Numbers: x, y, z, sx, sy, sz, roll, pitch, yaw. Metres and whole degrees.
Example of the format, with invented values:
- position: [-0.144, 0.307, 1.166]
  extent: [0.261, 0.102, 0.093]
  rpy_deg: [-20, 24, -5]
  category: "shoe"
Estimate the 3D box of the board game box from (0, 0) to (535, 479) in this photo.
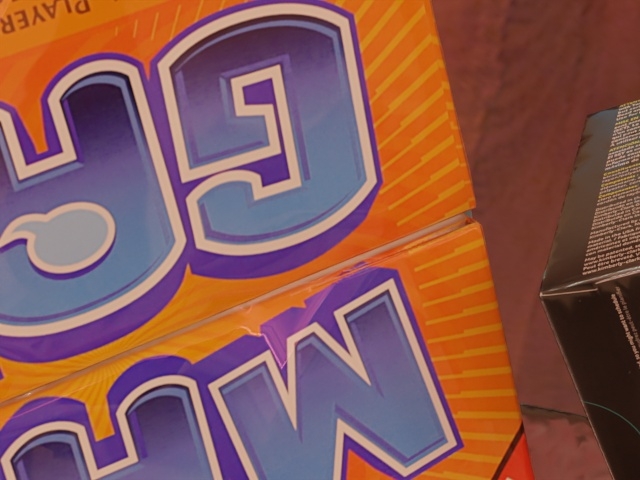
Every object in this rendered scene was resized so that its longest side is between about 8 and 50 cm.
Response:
- position: [-0.162, 0.011, 0.885]
  extent: [0.356, 0.356, 0.356]
  rpy_deg: [27, 135, 61]
  category: "board game box"

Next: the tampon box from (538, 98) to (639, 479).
- position: [0.170, 0.018, 0.802]
  extent: [0.101, 0.161, 0.120]
  rpy_deg: [-15, 115, 24]
  category: "tampon box"

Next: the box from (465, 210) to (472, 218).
- position: [0.000, 0.000, 1.493]
  extent: [0.244, 0.060, 0.101]
  rpy_deg: [9, 131, 24]
  category: "box"

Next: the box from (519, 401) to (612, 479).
- position: [0.253, 0.283, 1.231]
  extent: [0.296, 0.294, 0.183]
  rpy_deg: [9, 55, 34]
  category: "box"
